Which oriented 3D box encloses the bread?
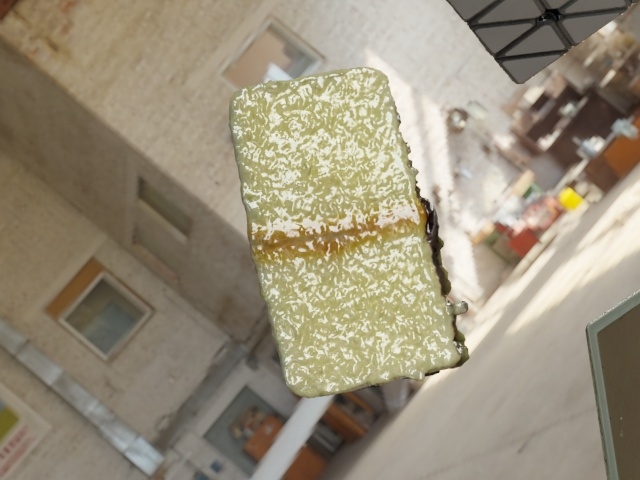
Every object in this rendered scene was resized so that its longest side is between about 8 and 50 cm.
[{"bbox_3d":[0.000,0.000,0.965,0.142,0.266,0.178,-8,-8,-32],"label":"bread"}]

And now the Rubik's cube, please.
[{"bbox_3d":[0.270,-0.337,1.430,0.228,0.229,0.233,-52,15,6],"label":"Rubik's cube"}]

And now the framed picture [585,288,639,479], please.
[{"bbox_3d":[0.417,0.197,1.453,0.232,0.296,0.019,-24,20,-38],"label":"framed picture"}]
